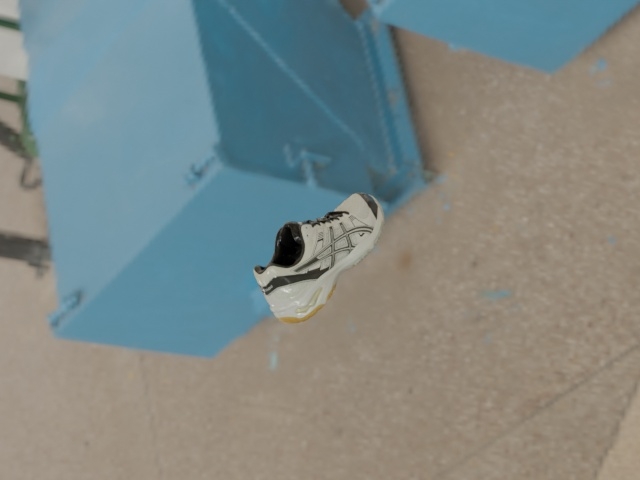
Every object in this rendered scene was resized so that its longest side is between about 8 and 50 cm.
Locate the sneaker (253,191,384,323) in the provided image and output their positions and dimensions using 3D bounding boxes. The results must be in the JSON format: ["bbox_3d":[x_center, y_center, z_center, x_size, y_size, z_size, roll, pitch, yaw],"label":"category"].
[{"bbox_3d":[0.000,0.000,0.666,0.032,0.037,0.083,-9,35,46],"label":"sneaker"}]
